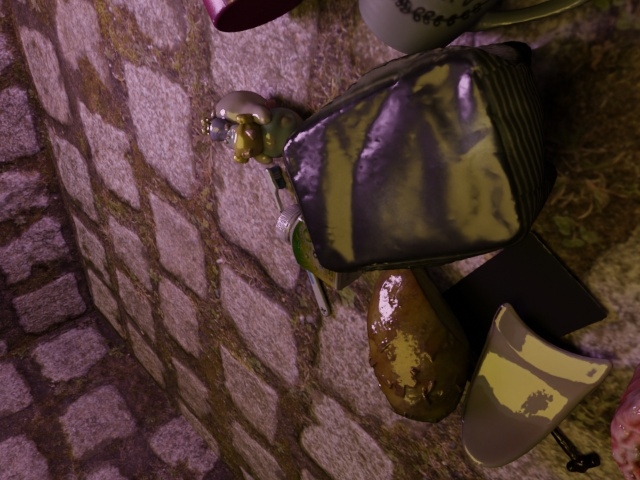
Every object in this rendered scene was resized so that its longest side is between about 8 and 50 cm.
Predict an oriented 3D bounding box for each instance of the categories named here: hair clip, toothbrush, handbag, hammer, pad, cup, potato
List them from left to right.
[{"bbox_3d":[-0.052,0.012,1.122,0.040,0.040,0.385,-3,111,50],"label":"toothbrush"},{"bbox_3d":[0.168,0.171,0.846,0.176,0.141,0.297,-10,90,19],"label":"potato"},{"bbox_3d":[0.139,-0.109,0.635,0.341,0.240,0.247,-14,98,45],"label":"handbag"},{"bbox_3d":[0.181,-0.322,0.546,0.258,0.186,0.234,29,150,-4],"label":"cup"},{"bbox_3d":[0.308,0.108,0.790,0.159,0.009,0.265,52,144,11],"label":"pad"},{"bbox_3d":[0.319,0.258,0.787,0.173,0.113,0.282,31,104,26],"label":"hair clip"},{"bbox_3d":[0.391,0.312,0.817,0.178,0.021,0.065,54,142,14],"label":"hammer"}]

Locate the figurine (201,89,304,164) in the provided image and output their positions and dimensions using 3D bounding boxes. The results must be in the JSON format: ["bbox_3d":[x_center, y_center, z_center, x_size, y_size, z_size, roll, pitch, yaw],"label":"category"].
[{"bbox_3d":[-0.103,-0.214,0.948,0.236,0.155,0.127,26,117,31],"label":"figurine"}]

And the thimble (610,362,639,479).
[{"bbox_3d":[0.476,0.233,0.550,0.239,0.162,0.239,32,137,35],"label":"thimble"}]

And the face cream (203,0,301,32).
[{"bbox_3d":[-0.133,-0.472,0.788,0.175,0.175,0.194,-11,104,52],"label":"face cream"}]

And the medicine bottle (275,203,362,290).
[{"bbox_3d":[0.000,0.000,1.012,0.189,0.088,0.132,32,135,33],"label":"medicine bottle"}]

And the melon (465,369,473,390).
[{"bbox_3d":[0.231,0.254,0.941,0.182,0.054,0.097,-4,114,46],"label":"melon"}]
